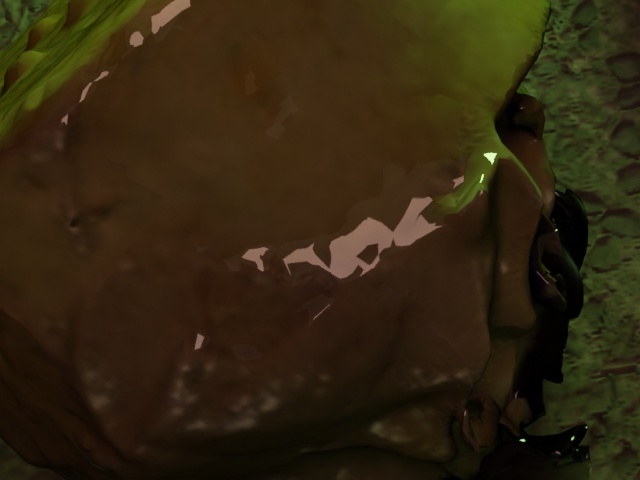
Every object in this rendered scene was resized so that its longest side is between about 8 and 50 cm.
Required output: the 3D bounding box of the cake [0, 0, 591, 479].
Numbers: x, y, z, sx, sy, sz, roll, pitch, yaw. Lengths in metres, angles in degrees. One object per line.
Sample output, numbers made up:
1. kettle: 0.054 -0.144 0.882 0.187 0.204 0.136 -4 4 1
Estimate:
1. cake: -0.004 0.000 0.810 0.332 0.332 0.321 -46 106 -13
